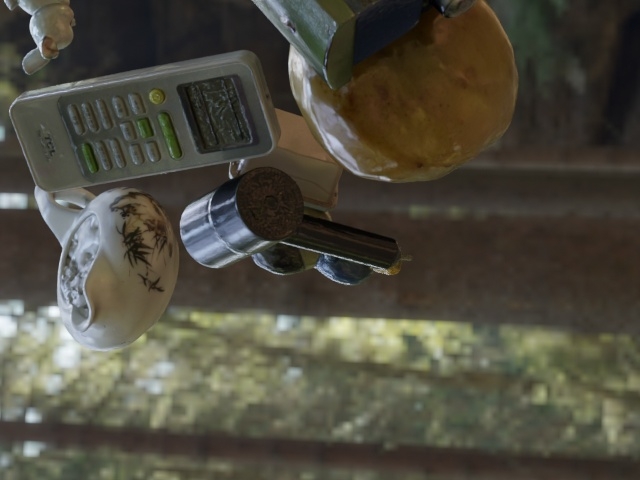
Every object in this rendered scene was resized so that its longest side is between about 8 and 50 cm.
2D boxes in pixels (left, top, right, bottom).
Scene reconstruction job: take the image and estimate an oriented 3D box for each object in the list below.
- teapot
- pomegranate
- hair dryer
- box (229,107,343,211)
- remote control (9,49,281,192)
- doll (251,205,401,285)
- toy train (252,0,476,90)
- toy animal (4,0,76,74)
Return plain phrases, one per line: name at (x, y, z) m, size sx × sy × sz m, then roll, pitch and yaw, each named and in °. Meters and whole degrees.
teapot at (-0.279, 0.025, 2.408) m, size 0.300 × 0.166 × 0.208 m, roll 52°, pitch 133°, yaw 45°
pomegranate at (0.078, -0.162, 1.878) m, size 0.233 × 0.233 × 0.233 m, roll 2°, pitch -90°, yaw -81°
hair dryer at (-0.011, -0.005, 1.764) m, size 0.124 × 0.219 × 0.071 m, roll -24°, pitch 57°, yaw 59°
box at (-0.031, -0.091, 2.030) m, size 0.089 × 0.122 × 0.062 m, roll -87°, pitch 17°, yaw -53°
remote control at (-0.166, -0.111, 1.784) m, size 0.034 × 0.250 × 0.103 m, roll -69°, pitch -33°, yaw -59°
doll at (0.000, 0.000, 2.053) m, size 0.102 × 0.179 × 0.089 m, roll -76°, pitch -7°, yaw -85°
toy train at (0.002, -0.299, 1.752) m, size 0.300 × 0.202 × 0.131 m, roll 49°, pitch 159°, yaw 21°
toy animal at (-0.343, -0.280, 2.378) m, size 0.071 × 0.085 × 0.124 m, roll -33°, pitch 78°, yaw 56°
